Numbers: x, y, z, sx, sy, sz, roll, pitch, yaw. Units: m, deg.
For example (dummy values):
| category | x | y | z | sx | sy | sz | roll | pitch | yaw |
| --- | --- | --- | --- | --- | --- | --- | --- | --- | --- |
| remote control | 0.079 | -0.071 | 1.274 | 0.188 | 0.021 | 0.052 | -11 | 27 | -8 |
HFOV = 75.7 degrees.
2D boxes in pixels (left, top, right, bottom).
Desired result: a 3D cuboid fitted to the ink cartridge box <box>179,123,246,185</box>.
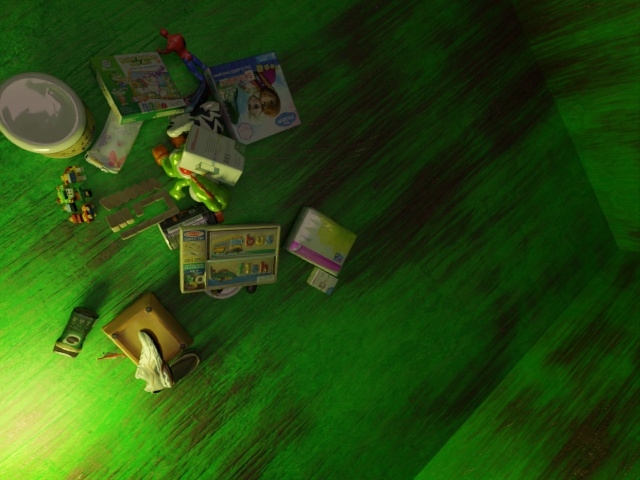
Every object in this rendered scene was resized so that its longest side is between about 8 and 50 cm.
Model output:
| category | x | y | z | sx | sy | sz | roll | pitch | yaw |
| --- | --- | --- | --- | --- | --- | --- | --- | --- | --- |
| ink cartridge box | -0.393 | -0.314 | 1.516 | 0.212 | 0.093 | 0.154 | 19 | 49 | -25 |

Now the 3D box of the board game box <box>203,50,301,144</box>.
| category | x | y | z | sx | sy | sz | roll | pitch | yaw |
| --- | --- | --- | --- | --- | --- | --- | --- | --- | --- |
| board game box | -0.270 | -0.583 | 1.702 | 0.318 | 0.066 | 0.318 | -31 | 109 | -29 |

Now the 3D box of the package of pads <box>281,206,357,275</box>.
| category | x | y | z | sx | sy | sz | roll | pitch | yaw |
| --- | --- | --- | --- | --- | --- | --- | --- | --- | --- |
| package of pads | 0.000 | 0.000 | 1.904 | 0.296 | 0.101 | 0.229 | 28 | 86 | -23 |

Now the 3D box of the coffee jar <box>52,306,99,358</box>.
| category | x | y | z | sx | sy | sz | roll | pitch | yaw |
| --- | --- | --- | --- | --- | --- | --- | --- | --- | --- |
| coffee jar | -0.939 | 0.354 | 1.579 | 0.096 | 0.079 | 0.184 | 29 | 84 | -26 |

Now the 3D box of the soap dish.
| category | x | y | z | sx | sy | sz | roll | pitch | yaw |
| --- | --- | --- | --- | --- | --- | --- | --- | --- | --- |
| soap dish | -0.691 | 0.391 | 1.664 | 0.229 | 0.118 | 0.291 | -39 | 110 | -13 |

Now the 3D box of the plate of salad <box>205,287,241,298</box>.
| category | x | y | z | sx | sy | sz | roll | pitch | yaw |
| --- | --- | --- | --- | --- | --- | --- | --- | --- | --- |
| plate of salad | -0.422 | 0.158 | 1.782 | 0.199 | 0.048 | 0.200 | -3 | 98 | -22 |

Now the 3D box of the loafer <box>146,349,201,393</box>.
| category | x | y | z | sx | sy | sz | roll | pitch | yaw |
| --- | --- | --- | --- | --- | --- | --- | --- | --- | --- |
| loafer | -0.611 | 0.562 | 1.734 | 0.251 | 0.087 | 0.094 | -37 | 109 | -14 |

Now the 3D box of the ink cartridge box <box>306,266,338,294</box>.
| category | x | y | z | sx | sy | sz | roll | pitch | yaw |
| --- | --- | --- | --- | --- | --- | --- | --- | --- | --- |
| ink cartridge box | 0.009 | 0.192 | 1.959 | 0.122 | 0.052 | 0.089 | 31 | 85 | -21 |

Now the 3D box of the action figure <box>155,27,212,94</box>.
| category | x | y | z | sx | sy | sz | roll | pitch | yaw |
| --- | --- | --- | --- | --- | --- | --- | --- | --- | --- |
| action figure | -0.529 | -0.707 | 1.618 | 0.091 | 0.139 | 0.280 | -55 | 134 | -11 |

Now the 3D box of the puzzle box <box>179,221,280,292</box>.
| category | x | y | z | sx | sy | sz | roll | pitch | yaw |
| --- | --- | --- | --- | --- | --- | --- | --- | --- | --- |
| puzzle box | -0.366 | 0.064 | 1.698 | 0.408 | 0.052 | 0.272 | -5 | 111 | -27 |

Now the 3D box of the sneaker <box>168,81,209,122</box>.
| category | x | y | z | sx | sy | sz | roll | pitch | yaw |
| --- | --- | --- | --- | --- | --- | --- | --- | --- | --- |
| sneaker | -0.522 | -0.538 | 1.619 | 0.087 | 0.083 | 0.221 | 40 | 96 | -5 |

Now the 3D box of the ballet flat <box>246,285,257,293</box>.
| category | x | y | z | sx | sy | sz | roll | pitch | yaw |
| --- | --- | --- | --- | --- | --- | --- | --- | --- | --- |
| ballet flat | -0.296 | 0.152 | 1.840 | 0.057 | 0.049 | 0.173 | 20 | 82 | -24 |

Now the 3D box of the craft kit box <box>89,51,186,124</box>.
| category | x | y | z | sx | sy | sz | roll | pitch | yaw |
| --- | --- | --- | --- | --- | --- | --- | --- | --- | --- |
| craft kit box | -0.663 | -0.564 | 1.510 | 0.249 | 0.061 | 0.247 | -27 | 83 | -36 |

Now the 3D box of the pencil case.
| category | x | y | z | sx | sy | sz | roll | pitch | yaw |
| --- | --- | --- | --- | --- | --- | --- | --- | --- | --- |
| pencil case | -0.764 | -0.387 | 1.538 | 0.124 | 0.113 | 0.273 | 30 | 84 | -39 |

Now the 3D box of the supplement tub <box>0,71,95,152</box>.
| category | x | y | z | sx | sy | sz | roll | pitch | yaw |
| --- | --- | --- | --- | --- | --- | --- | --- | --- | --- |
| supplement tub | -0.893 | -0.399 | 1.367 | 0.241 | 0.331 | 0.241 | -3 | 98 | -21 |

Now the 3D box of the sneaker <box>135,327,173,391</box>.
| category | x | y | z | sx | sy | sz | roll | pitch | yaw |
| --- | --- | --- | --- | --- | --- | --- | --- | --- | --- |
| sneaker | -0.660 | 0.467 | 1.573 | 0.121 | 0.099 | 0.263 | -19 | 103 | -14 |

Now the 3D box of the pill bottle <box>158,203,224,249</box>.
| category | x | y | z | sx | sy | sz | roll | pitch | yaw |
| --- | --- | --- | --- | --- | --- | --- | --- | --- | --- |
| pill bottle | -0.517 | -0.068 | 1.671 | 0.245 | 0.130 | 0.131 | -27 | 106 | -18 |

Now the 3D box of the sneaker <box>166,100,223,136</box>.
| category | x | y | z | sx | sy | sz | roll | pitch | yaw |
| --- | --- | --- | --- | --- | --- | --- | --- | --- | --- |
| sneaker | -0.473 | -0.424 | 1.605 | 0.235 | 0.094 | 0.153 | -47 | 145 | -31 |

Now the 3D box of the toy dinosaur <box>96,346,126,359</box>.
| category | x | y | z | sx | sy | sz | roll | pitch | yaw |
| --- | --- | --- | --- | --- | --- | --- | --- | --- | --- |
| toy dinosaur | -0.828 | 0.466 | 1.648 | 0.082 | 0.090 | 0.047 | 5 | 113 | 8 |

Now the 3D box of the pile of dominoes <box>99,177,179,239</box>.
| category | x | y | z | sx | sy | sz | roll | pitch | yaw |
| --- | --- | --- | --- | --- | --- | --- | --- | --- | --- |
| pile of dominoes | -0.708 | -0.126 | 1.615 | 0.251 | 0.040 | 0.196 | -29 | 77 | -17 |

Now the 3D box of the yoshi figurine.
| category | x | y | z | sx | sy | sz | roll | pitch | yaw |
| --- | --- | --- | --- | --- | --- | --- | --- | --- | --- |
| yoshi figurine | -0.479 | -0.238 | 1.614 | 0.362 | 0.204 | 0.203 | 47 | 36 | 15 |

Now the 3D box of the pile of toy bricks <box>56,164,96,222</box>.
| category | x | y | z | sx | sy | sz | roll | pitch | yaw |
| --- | --- | --- | --- | --- | --- | --- | --- | --- | --- |
| pile of toy bricks | -0.924 | -0.161 | 1.519 | 0.105 | 0.118 | 0.212 | -3 | 109 | 10 |
